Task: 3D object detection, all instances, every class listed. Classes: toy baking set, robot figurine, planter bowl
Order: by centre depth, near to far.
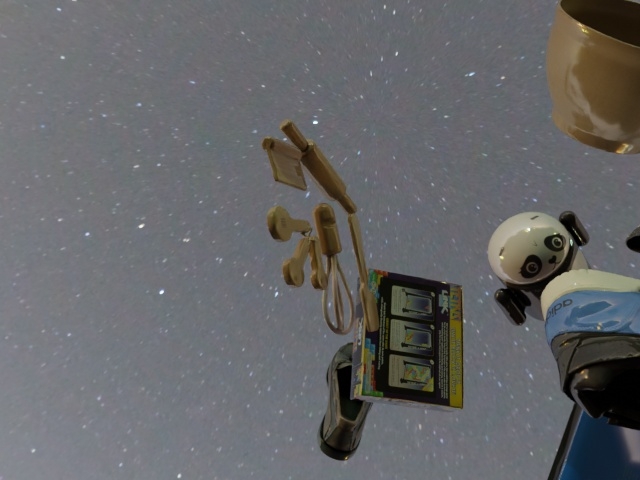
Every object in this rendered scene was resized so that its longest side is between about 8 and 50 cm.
[{"bbox_3d":[0.282,-0.150,0.604,0.162,0.162,0.109,14,-53,2],"label":"planter bowl"},{"bbox_3d":[0.000,-0.006,0.717,0.030,0.196,0.256,-13,-37,27],"label":"toy baking set"},{"bbox_3d":[0.467,0.062,1.348,0.174,0.209,0.278,-16,-45,35],"label":"robot figurine"}]

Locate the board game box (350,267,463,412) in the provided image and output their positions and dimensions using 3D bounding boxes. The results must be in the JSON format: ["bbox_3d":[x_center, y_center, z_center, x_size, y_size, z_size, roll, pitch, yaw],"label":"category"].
[{"bbox_3d":[0.116,0.132,0.855,0.141,0.048,0.170,12,-114,-14],"label":"board game box"}]

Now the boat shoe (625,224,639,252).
[{"bbox_3d":[0.428,0.003,0.780,0.040,0.142,0.049,-34,-82,-6],"label":"boat shoe"}]

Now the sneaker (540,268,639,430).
[{"bbox_3d":[0.187,0.058,0.305,0.152,0.084,0.058,5,-50,8],"label":"sneaker"}]

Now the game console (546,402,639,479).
[{"bbox_3d":[0.279,0.351,0.719,0.250,0.173,0.293,43,-122,-12],"label":"game console"}]

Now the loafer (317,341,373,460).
[{"bbox_3d":[0.057,0.261,1.137,0.096,0.267,0.084,18,-59,-1],"label":"loafer"}]
